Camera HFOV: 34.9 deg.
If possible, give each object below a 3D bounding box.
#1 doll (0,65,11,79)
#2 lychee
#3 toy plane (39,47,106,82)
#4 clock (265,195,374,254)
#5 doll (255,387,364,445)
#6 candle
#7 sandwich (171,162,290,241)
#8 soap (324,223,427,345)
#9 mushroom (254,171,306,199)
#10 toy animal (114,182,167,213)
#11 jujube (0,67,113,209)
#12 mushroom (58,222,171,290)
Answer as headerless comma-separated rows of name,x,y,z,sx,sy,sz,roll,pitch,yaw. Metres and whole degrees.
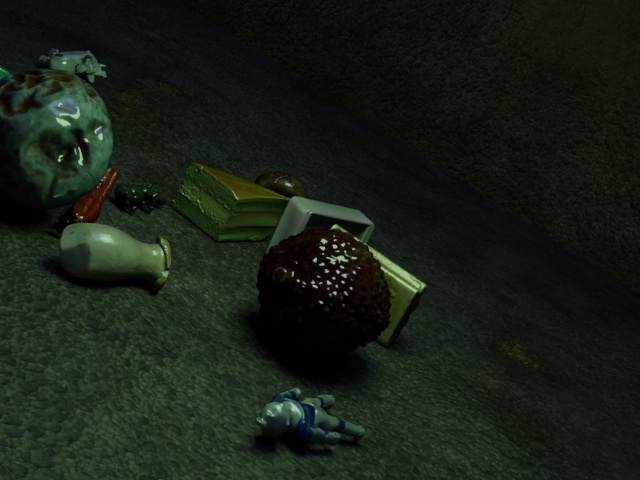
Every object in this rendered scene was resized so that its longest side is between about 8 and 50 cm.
doll,-0.704,-0.307,1.953,0.258,0.153,0.195,39,26,5
lychee,0.009,0.095,1.775,0.236,0.236,0.271,45,6,41
toy plane,-0.603,-0.426,2.493,0.174,0.080,0.174,9,14,-2
clock,0.000,0.000,2.112,0.197,0.150,0.063,11,22,-40
doll,-0.031,0.268,1.539,0.114,0.057,0.227,48,18,32
candle,-0.425,-0.074,1.890,0.329,0.048,0.051,-87,154,-69
sandwich,-0.183,-0.081,2.120,0.144,0.117,0.187,42,24,27
soap,0.079,0.086,2.010,0.232,0.140,0.073,35,20,18
mushroom,-0.094,-0.121,2.388,0.126,0.085,0.109,16,22,-1
toy animal,-0.352,-0.088,2.018,0.065,0.047,0.136,36,21,25
jujube,-0.491,-0.189,1.784,0.215,0.246,0.308,52,-12,-32
mushroom,-0.337,0.026,1.690,0.213,0.088,0.097,19,30,-42
